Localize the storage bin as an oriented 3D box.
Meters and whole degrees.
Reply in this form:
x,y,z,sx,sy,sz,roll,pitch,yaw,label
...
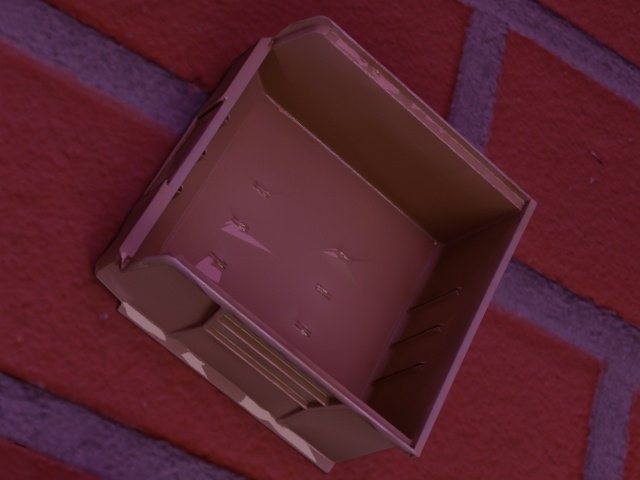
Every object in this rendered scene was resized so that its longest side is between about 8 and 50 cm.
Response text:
x,y,z,sx,sy,sz,roll,pitch,yaw,label
0.000,0.000,1.135,0.260,0.123,0.262,40,56,-16,storage bin
